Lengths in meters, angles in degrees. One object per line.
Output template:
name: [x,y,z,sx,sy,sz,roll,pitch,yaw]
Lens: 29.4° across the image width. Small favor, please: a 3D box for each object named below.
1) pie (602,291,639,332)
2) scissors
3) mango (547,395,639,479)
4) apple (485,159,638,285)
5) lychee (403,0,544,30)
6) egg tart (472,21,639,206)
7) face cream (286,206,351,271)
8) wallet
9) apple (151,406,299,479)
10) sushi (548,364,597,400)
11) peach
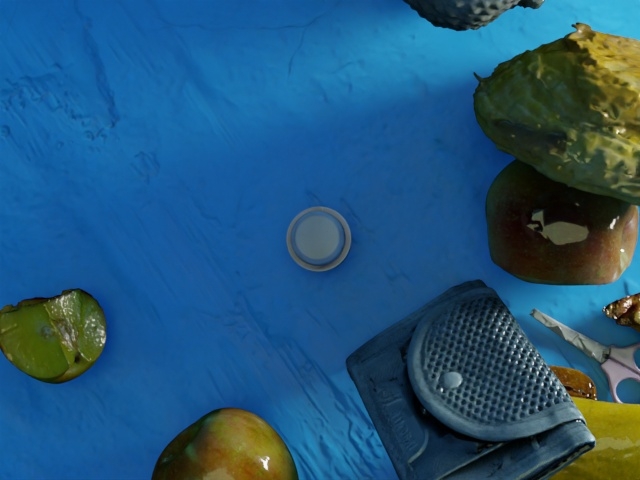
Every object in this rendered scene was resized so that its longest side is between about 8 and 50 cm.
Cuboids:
pie: [0.487,0.120,1.674,0.191,0.033,0.088,36,70,5]
scissors: [0.385,0.153,1.691,0.212,0.021,0.110,31,84,6]
mango: [0.304,0.302,1.620,0.331,0.142,0.195,4,105,8]
apple: [0.325,-0.031,1.641,0.188,0.174,0.207,3,39,25]
lychee: [0.205,-0.417,1.655,0.255,0.255,0.274,-39,98,1]
egg tart: [0.363,-0.173,1.578,0.339,0.351,0.153,20,121,6]
face cream: [0.000,0.000,1.711,0.091,0.095,0.091,-1,84,6]
wallet: [0.178,0.198,1.580,0.237,0.075,0.342,-30,38,2]
apple: [-0.124,0.326,1.646,0.196,0.196,0.196,-1,84,6]
sushi: [0.332,0.207,1.675,0.120,0.055,0.052,7,64,3]
peach: [-0.384,0.138,1.727,0.151,0.118,0.151,11,68,-29]
